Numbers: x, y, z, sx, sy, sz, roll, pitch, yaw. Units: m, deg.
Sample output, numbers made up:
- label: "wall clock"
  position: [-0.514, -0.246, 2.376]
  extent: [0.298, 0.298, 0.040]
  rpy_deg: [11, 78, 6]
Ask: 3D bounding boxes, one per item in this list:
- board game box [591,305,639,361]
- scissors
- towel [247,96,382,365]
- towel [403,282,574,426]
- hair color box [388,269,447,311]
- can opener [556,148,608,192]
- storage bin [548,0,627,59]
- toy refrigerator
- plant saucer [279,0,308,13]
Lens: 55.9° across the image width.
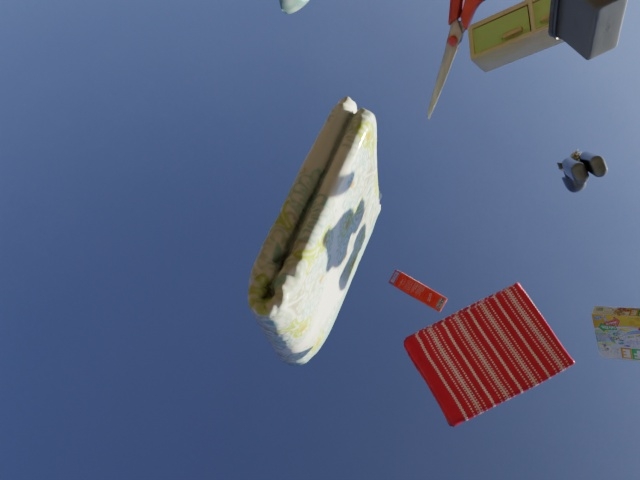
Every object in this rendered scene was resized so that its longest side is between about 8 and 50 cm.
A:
- label: "board game box"
  position: [0.569, 0.167, 1.062]
  extent: [0.154, 0.103, 0.026]
  rpy_deg: [-1, -148, 40]
- label: "scissors"
  position: [0.223, -0.332, 0.951]
  extent: [0.109, 0.297, 0.021]
  rpy_deg: [19, -152, 35]
- label: "towel"
  position: [0.000, 0.000, 0.989]
  extent: [0.090, 0.320, 0.374]
  rpy_deg: [18, -111, 16]
- label: "towel"
  position: [0.325, 0.220, 1.188]
  extent: [0.274, 0.031, 0.199]
  rpy_deg: [-27, -116, -2]
- label: "hair color box"
  position: [0.252, 0.130, 1.568]
  extent: [0.141, 0.072, 0.043]
  rpy_deg: [29, -90, -5]
- label: "can opener"
  position: [0.574, -0.152, 1.316]
  extent: [0.074, 0.280, 0.093]
  rpy_deg: [-23, -90, 18]
- label: "storage bin"
  position: [0.424, -0.355, 0.934]
  extent: [0.098, 0.135, 0.091]
  rpy_deg: [-25, -122, 1]
- label: "toy refrigerator"
  position: [0.505, -0.524, 1.488]
  extent: [0.269, 0.094, 0.102]
  rpy_deg: [-13, -109, 39]
- label: "plant saucer"
  position: [-0.043, -0.692, 1.598]
  extent: [0.037, 0.195, 0.195]
  rpy_deg: [27, -114, 13]
